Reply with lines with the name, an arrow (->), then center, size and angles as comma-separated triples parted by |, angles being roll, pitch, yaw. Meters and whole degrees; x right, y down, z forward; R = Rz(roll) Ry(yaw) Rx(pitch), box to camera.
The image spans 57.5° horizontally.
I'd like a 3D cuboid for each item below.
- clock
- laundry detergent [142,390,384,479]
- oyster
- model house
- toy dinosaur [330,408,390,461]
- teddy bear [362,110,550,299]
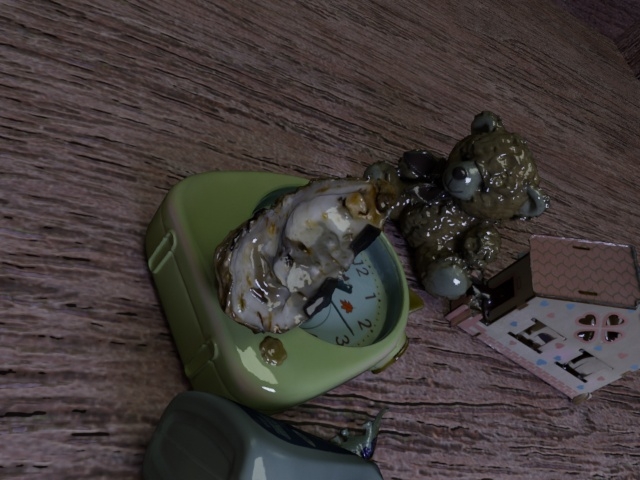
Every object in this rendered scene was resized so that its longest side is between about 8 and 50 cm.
clock -> -0.021, 0.055, 0.735 | 0.348, 0.117, 0.286 | -5, 61, -42
laundry detergent -> -0.005, 0.239, 0.536 | 0.280, 0.215, 0.105 | 34, 70, -28
oyster -> -0.001, -0.002, 0.661 | 0.345, 0.078, 0.129 | -35, 104, -51
model house -> 0.403, 0.100, 0.948 | 0.326, 0.244, 0.169 | 33, 45, -13
toy dinosaur -> 0.041, 0.243, 0.698 | 0.180, 0.037, 0.058 | -38, 109, -41
teddy bear -> 0.229, -0.069, 0.934 | 0.156, 0.256, 0.267 | -13, 67, -49
